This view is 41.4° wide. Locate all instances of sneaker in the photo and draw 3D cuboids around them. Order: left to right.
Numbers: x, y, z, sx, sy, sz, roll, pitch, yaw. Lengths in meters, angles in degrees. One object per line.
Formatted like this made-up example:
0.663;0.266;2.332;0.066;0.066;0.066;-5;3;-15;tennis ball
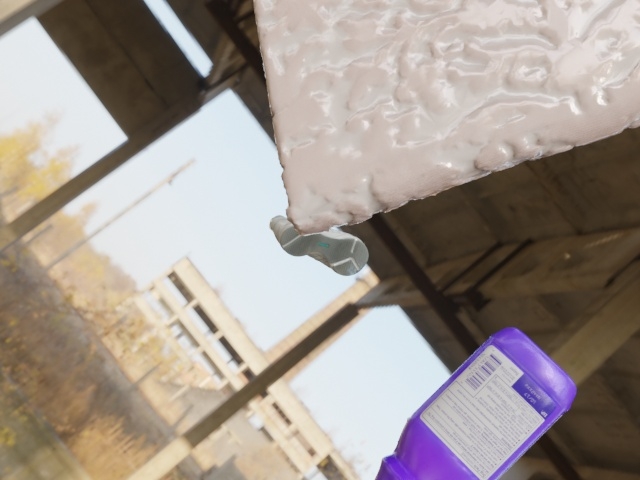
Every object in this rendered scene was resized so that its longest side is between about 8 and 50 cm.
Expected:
0.000;0.000;1.074;0.152;0.053;0.061;24;11;-39;sneaker

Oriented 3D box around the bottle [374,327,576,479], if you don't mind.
0.153;0.229;0.949;0.118;0.283;0.092;44;-2;20;bottle

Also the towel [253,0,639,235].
0.107;-0.187;0.687;0.053;0.332;0.317;46;29;-57;towel
